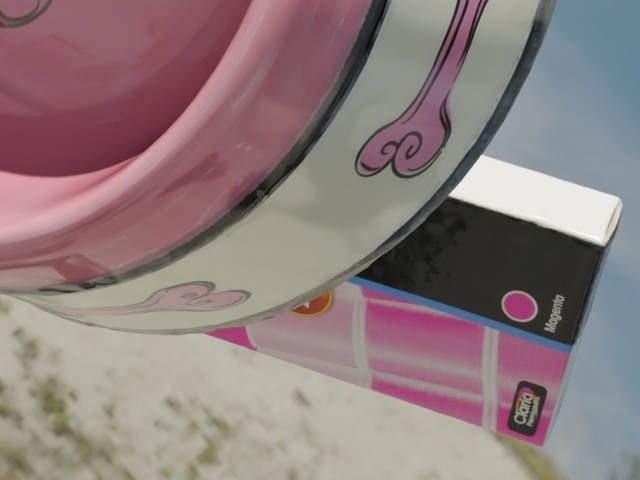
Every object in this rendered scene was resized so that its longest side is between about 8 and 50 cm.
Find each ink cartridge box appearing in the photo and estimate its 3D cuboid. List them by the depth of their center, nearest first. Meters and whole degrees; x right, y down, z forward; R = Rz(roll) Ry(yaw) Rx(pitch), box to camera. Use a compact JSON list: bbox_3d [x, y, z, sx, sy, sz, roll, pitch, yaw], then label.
[{"bbox_3d":[0.000,0.000,1.267,0.371,0.069,0.176,19,-52,12],"label":"ink cartridge box"}]

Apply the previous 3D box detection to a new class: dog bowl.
[{"bbox_3d":[-0.107,-0.159,0.802,0.408,0.408,0.150,46,22,20],"label":"dog bowl"}]
